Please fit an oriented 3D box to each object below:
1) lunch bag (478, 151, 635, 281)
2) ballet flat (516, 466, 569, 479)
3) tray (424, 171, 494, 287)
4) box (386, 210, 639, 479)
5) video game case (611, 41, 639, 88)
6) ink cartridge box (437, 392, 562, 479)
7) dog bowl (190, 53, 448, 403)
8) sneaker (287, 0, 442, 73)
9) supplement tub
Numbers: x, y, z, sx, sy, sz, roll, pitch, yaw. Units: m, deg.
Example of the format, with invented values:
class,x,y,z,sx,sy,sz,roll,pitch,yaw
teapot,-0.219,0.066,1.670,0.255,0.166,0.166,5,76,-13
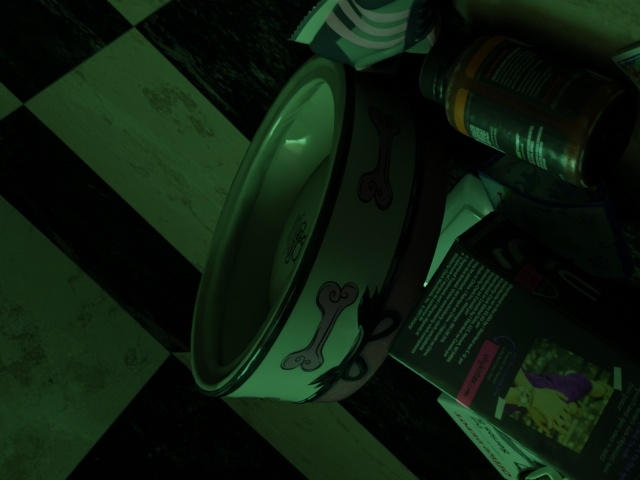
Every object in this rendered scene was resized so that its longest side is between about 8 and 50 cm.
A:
class,x,y,z,sx,sy,sz,roll,pitch,yaw
lunch bag,0.254,-0.032,1.527,0.151,0.096,0.129,35,162,43
ballet flat,0.320,0.328,1.905,0.206,0.073,0.067,-7,117,58
tray,0.185,0.022,1.816,0.145,0.030,0.270,38,153,1
box,0.228,0.111,1.453,0.270,0.143,0.165,35,-160,9
video game case,0.324,-0.131,1.305,0.122,0.011,0.087,43,161,-12
ink cartridge box,0.324,0.260,2.016,0.273,0.115,0.198,10,145,54
dog bowl,0.000,0.000,1.652,0.150,0.408,0.408,21,166,-17
sneaker,0.079,-0.240,1.407,0.131,0.112,0.319,26,167,-14
supplement tub,0.192,-0.133,1.400,0.198,0.106,0.106,29,158,29
